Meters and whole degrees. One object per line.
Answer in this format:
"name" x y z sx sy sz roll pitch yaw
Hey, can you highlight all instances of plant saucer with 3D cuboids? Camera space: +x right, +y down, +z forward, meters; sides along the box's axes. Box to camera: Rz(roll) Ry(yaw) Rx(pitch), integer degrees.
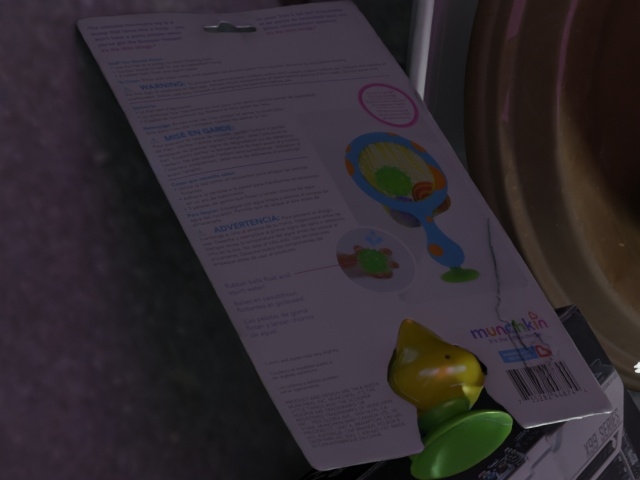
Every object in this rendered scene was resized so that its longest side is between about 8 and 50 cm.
"plant saucer" 0.185 -0.063 0.865 0.277 0.041 0.278 -2 94 -34

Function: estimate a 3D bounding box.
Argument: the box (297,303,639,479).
"box" 0.090 0.217 0.735 0.242 0.076 0.307 -33 94 -39

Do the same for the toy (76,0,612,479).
"toy" 0.000 0.000 0.735 0.136 0.056 0.237 -8 48 -31

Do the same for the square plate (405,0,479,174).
"square plate" 0.176 -0.174 0.905 0.344 0.049 0.347 4 91 -36
